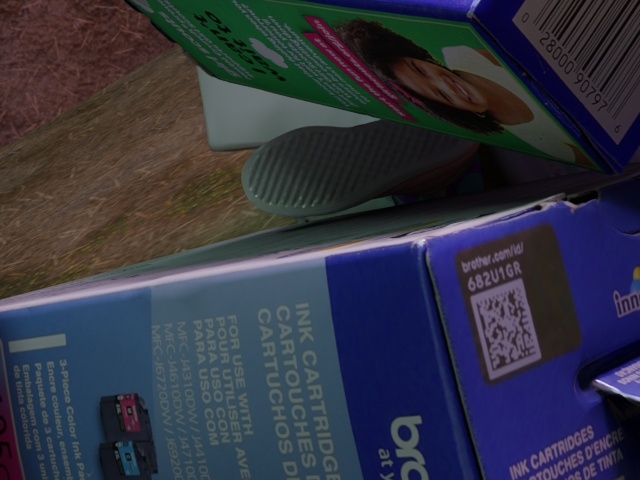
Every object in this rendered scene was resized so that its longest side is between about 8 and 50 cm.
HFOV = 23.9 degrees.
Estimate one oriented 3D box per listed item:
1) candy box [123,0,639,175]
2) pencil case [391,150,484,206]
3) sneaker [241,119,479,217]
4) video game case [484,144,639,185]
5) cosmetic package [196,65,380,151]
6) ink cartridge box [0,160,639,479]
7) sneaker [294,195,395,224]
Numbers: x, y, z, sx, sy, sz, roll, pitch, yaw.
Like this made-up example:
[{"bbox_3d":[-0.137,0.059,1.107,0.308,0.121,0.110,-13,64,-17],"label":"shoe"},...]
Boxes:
[{"bbox_3d":[0.069,-0.190,0.723,0.317,0.122,0.268,18,70,54],"label":"candy box"},{"bbox_3d":[0.077,0.012,0.902,0.065,0.151,0.070,-12,-4,0],"label":"pencil case"},{"bbox_3d":[0.027,-0.040,0.844,0.134,0.051,0.070,-17,-13,6],"label":"sneaker"},{"bbox_3d":[0.225,-0.122,0.850,0.300,0.329,0.036,-28,-18,-4],"label":"video game case"},{"bbox_3d":[0.133,-0.264,1.147,0.394,0.329,0.327,-14,8,-37],"label":"cosmetic package"},{"bbox_3d":[0.043,0.059,0.704,0.395,0.151,0.270,-12,2,44],"label":"ink cartridge box"},{"bbox_3d":[0.001,0.000,1.047,0.256,0.151,0.094,-9,26,47],"label":"sneaker"}]
